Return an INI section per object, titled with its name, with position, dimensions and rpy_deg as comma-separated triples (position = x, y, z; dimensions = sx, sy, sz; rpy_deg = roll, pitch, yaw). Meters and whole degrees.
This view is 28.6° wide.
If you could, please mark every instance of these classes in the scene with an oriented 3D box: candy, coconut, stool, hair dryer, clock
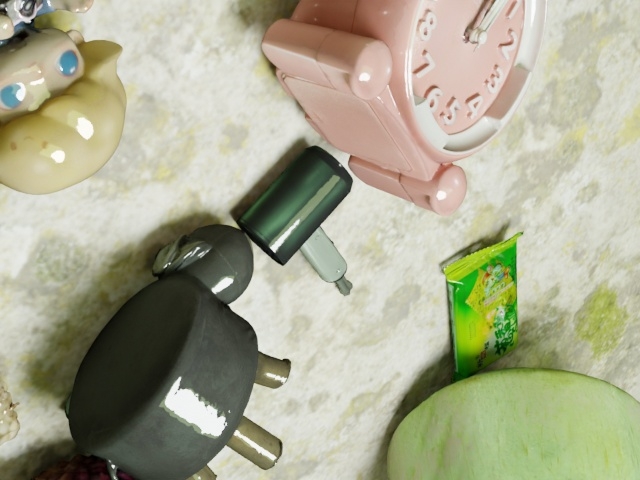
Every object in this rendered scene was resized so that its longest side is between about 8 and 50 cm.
[candy]
position = 0.179, 0.075, 1.374
dimensions = 0.102, 0.032, 0.178
rpy_deg = -30, 135, -25
[coconut]
position = 0.225, 0.275, 1.373
dimensions = 0.328, 0.328, 0.281
rpy_deg = -51, 127, -2
[stool]
position = -0.097, 0.104, 1.016
dimensions = 0.139, 0.153, 0.228
rpy_deg = 36, 85, -30
[hair dryer]
position = 0.000, 0.000, 1.143
dimensions = 0.100, 0.057, 0.198
rpy_deg = -46, 148, -8
[clock]
position = 0.084, -0.181, 1.030
dimensions = 0.241, 0.142, 0.227
rpy_deg = -56, 142, -12

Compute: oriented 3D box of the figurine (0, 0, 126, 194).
[figurine]
position = -0.194, -0.126, 0.820
dimensions = 0.114, 0.108, 0.196
rpy_deg = -49, 141, -46

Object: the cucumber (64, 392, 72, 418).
[cucumber]
position = -0.171, 0.165, 1.102
dimensions = 0.032, 0.032, 0.133
rpy_deg = -51, 139, -2

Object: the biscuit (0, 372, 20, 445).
[biscuit]
position = -0.280, 0.091, 0.914
dimensions = 0.082, 0.070, 0.168
rpy_deg = -35, 135, -26

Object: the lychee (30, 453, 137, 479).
[lychee]
position = -0.178, 0.262, 1.062
dimensions = 0.188, 0.188, 0.188
rpy_deg = -25, 133, -30
